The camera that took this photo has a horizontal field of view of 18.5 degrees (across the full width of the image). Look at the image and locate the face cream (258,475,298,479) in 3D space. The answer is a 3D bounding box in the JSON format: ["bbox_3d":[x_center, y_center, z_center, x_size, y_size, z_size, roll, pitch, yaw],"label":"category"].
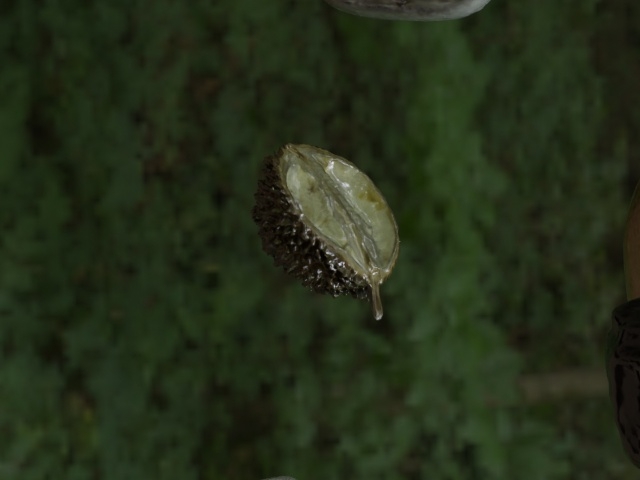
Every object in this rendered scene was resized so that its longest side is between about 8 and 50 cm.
[{"bbox_3d":[-0.177,0.308,1.875,0.102,0.345,0.102,164,-90,-80],"label":"face cream"}]

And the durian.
[{"bbox_3d":[0.000,0.000,1.809,0.091,0.148,0.188,-43,-108,31],"label":"durian"}]

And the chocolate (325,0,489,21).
[{"bbox_3d":[0.111,-0.329,1.820,0.100,0.185,0.303,62,39,-60],"label":"chocolate"}]

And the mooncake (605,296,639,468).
[{"bbox_3d":[0.372,0.094,1.600,0.283,0.283,0.141,-136,-149,-75],"label":"mooncake"}]

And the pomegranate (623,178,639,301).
[{"bbox_3d":[0.541,0.042,2.326,0.416,0.416,0.417,178,-90,-80],"label":"pomegranate"}]
